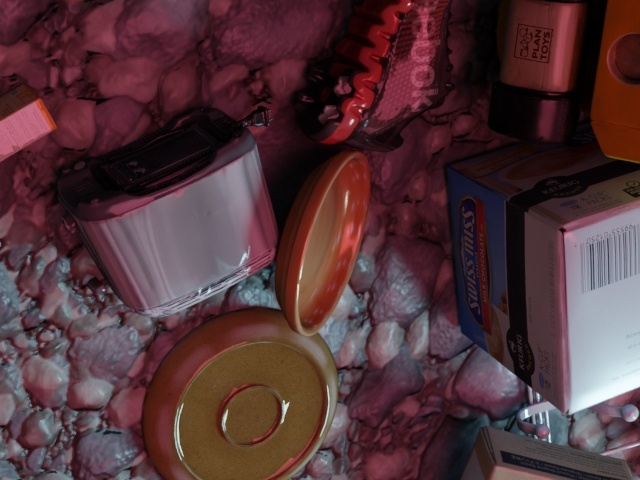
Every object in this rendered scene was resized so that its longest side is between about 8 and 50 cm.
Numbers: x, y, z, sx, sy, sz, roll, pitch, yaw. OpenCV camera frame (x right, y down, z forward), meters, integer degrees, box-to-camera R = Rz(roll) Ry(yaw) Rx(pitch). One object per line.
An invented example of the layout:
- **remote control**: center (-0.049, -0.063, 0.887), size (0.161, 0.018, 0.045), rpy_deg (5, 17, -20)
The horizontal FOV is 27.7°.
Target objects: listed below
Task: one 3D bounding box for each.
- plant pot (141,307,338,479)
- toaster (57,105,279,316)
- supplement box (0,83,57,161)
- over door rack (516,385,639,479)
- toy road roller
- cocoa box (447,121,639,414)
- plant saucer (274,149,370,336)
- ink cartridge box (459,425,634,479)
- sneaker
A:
- **plant pot**: center (-0.081, 0.190, 1.438), size (0.236, 0.032, 0.236), rpy_deg (-9, 112, -23)
- **toaster**: center (-0.135, -0.029, 1.274), size (0.227, 0.129, 0.146), rpy_deg (-28, 123, -18)
- **supplement box**: center (-0.301, -0.101, 1.199), size (0.098, 0.062, 0.036), rpy_deg (-33, 121, -13)
- **over door rack**: center (0.397, 0.181, 1.633), size (0.324, 0.108, 0.239), rpy_deg (-20, 117, -19)
- **toy road roller**: center (0.344, -0.206, 1.352), size (0.241, 0.330, 0.202), rpy_deg (-29, 128, -57)
- **cocoa box**: center (0.350, 0.003, 1.468), size (0.347, 0.228, 0.231), rpy_deg (-17, 117, -20)
- **plant saucer**: center (0.000, 0.000, 1.346), size (0.200, 0.037, 0.200), rpy_deg (16, 90, -73)
- **ink cartridge box**: center (0.251, 0.361, 1.582), size (0.193, 0.088, 0.234), rpy_deg (14, 115, -11)
- **sneaker**: center (0.089, -0.209, 1.335), size (0.135, 0.097, 0.276), rpy_deg (23, 99, -31)
